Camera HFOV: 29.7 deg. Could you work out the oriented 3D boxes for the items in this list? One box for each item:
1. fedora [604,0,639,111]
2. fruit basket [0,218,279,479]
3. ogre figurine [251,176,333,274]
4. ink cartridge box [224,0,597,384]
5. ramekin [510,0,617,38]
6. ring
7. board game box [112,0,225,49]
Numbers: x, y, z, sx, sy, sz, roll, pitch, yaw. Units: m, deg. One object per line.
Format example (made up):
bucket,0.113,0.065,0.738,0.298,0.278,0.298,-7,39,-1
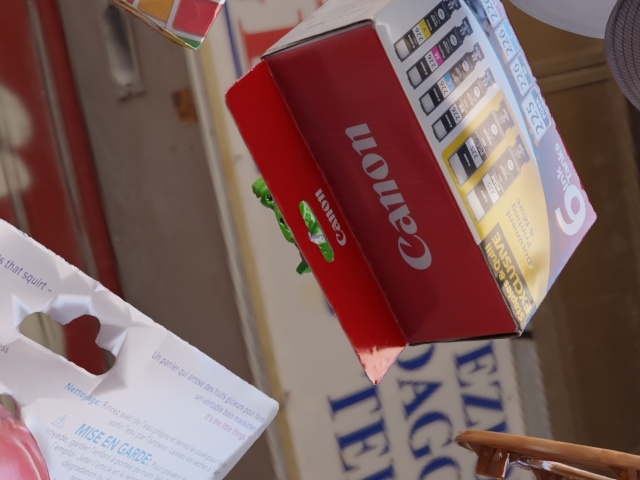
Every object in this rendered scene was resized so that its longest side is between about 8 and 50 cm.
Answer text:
fedora,0.373,-0.151,0.954,0.275,0.244,0.124,-30,-146,24
fruit basket,-0.209,0.147,0.502,0.165,0.327,0.353,35,-94,33
ogre figurine,0.000,0.000,1.499,0.197,0.118,0.097,23,-94,9
ink cartridge box,0.092,-0.070,1.069,0.130,0.272,0.309,-11,-64,40
ramekin,0.349,-0.354,1.437,0.273,0.273,0.127,-4,-114,52
ring,0.259,0.189,0.866,0.337,0.337,0.032,0,-107,52
board game box,-0.061,-0.259,0.743,0.039,0.124,0.259,25,-93,43
